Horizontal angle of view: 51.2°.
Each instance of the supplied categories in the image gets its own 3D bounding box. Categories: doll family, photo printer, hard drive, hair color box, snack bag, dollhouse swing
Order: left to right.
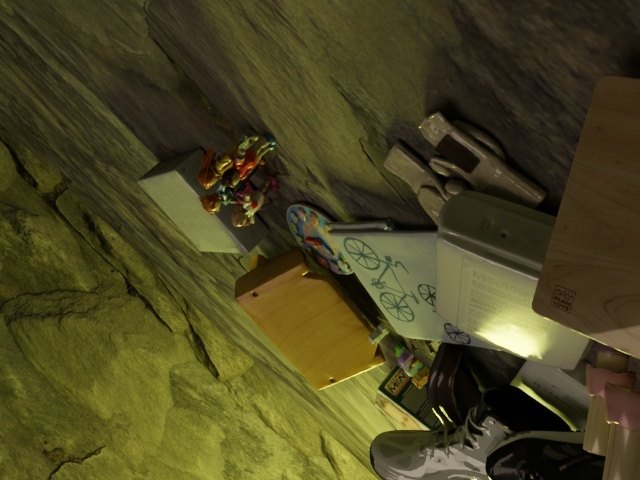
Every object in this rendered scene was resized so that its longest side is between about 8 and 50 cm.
[{"bbox_3d":[-0.186,-0.132,1.416,0.118,0.163,0.263,36,158,17],"label":"doll family"},{"bbox_3d":[-0.016,0.154,1.773,0.315,0.305,0.347,-29,112,28],"label":"dollhouse swing"},{"bbox_3d":[0.200,0.086,1.310,0.343,0.037,0.323,0,131,52],"label":"snack bag"},{"bbox_3d":[0.314,0.492,1.797,0.347,0.105,0.174,36,157,20],"label":"hair color box"},{"bbox_3d":[0.295,0.076,0.995,0.256,0.107,0.307,22,155,21],"label":"photo printer"},{"bbox_3d":[0.476,0.327,1.279,0.233,0.047,0.353,35,157,20],"label":"hard drive"}]

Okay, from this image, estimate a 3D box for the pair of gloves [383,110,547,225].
[{"bbox_3d":[0.197,-0.087,0.996,0.204,0.042,0.240,44,160,-2],"label":"pair of gloves"}]

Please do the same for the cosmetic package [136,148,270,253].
[{"bbox_3d":[-0.330,-0.097,1.832,0.284,0.097,0.377,53,157,-19],"label":"cosmetic package"}]

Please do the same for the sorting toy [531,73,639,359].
[{"bbox_3d":[0.367,-0.006,0.633,0.257,0.089,0.255,25,111,42],"label":"sorting toy"}]

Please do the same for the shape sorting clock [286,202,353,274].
[{"bbox_3d":[0.000,0.000,1.508,0.206,0.040,0.206,36,158,17],"label":"shape sorting clock"}]

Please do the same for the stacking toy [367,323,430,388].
[{"bbox_3d":[0.210,0.294,1.581,0.167,0.052,0.221,43,178,33],"label":"stacking toy"}]

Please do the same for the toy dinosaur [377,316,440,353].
[{"bbox_3d":[0.219,0.204,1.520,0.183,0.053,0.092,2,119,53],"label":"toy dinosaur"}]

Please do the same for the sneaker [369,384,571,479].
[{"bbox_3d":[0.296,0.388,1.358,0.448,0.169,0.257,0,117,28],"label":"sneaker"}]

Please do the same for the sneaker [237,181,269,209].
[{"bbox_3d":[-0.174,-0.113,1.607,0.119,0.047,0.057,44,170,1],"label":"sneaker"}]

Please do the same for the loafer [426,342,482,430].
[{"bbox_3d":[0.336,0.365,1.498,0.130,0.133,0.366,2,133,30],"label":"loafer"}]

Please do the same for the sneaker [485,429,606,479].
[{"bbox_3d":[0.406,0.395,1.128,0.283,0.124,0.107,-20,111,31],"label":"sneaker"}]

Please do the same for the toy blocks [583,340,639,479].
[{"bbox_3d":[0.491,0.177,0.793,0.309,0.260,0.288,9,178,17],"label":"toy blocks"}]
